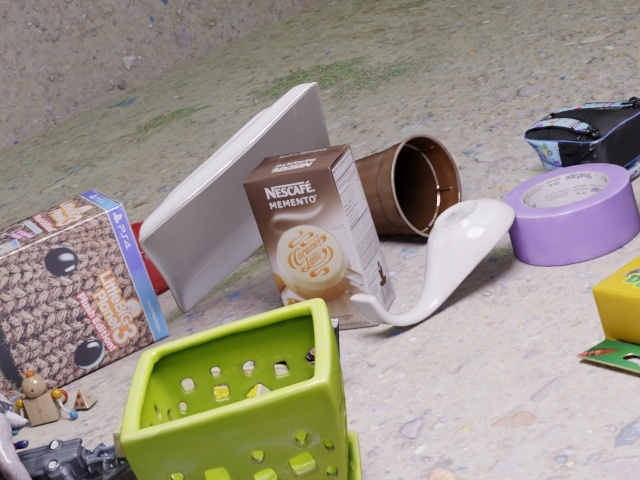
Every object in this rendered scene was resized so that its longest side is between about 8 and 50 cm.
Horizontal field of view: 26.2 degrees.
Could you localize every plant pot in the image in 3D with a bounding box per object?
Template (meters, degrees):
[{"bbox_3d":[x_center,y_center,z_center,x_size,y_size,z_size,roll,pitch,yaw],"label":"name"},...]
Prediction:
[{"bbox_3d":[0.111,-0.077,2.222,0.165,0.167,0.167,-9,20,44],"label":"plant pot"},{"bbox_3d":[-0.070,0.220,1.487,0.228,0.207,0.227,-16,20,5],"label":"plant pot"}]

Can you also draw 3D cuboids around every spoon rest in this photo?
[{"bbox_3d":[0.166,0.032,1.933,0.276,0.084,0.137,-39,21,-24],"label":"spoon rest"}]

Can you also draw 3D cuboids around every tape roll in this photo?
[{"bbox_3d":[0.363,-0.039,1.997,0.189,0.080,0.189,-17,19,6],"label":"tape roll"}]

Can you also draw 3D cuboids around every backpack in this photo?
[{"bbox_3d":[0.420,-0.152,2.194,0.158,0.116,0.173,-33,25,-36],"label":"backpack"}]

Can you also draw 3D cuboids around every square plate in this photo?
[{"bbox_3d":[-0.124,-0.065,2.086,0.344,0.049,0.347,-44,-18,-10],"label":"square plate"}]

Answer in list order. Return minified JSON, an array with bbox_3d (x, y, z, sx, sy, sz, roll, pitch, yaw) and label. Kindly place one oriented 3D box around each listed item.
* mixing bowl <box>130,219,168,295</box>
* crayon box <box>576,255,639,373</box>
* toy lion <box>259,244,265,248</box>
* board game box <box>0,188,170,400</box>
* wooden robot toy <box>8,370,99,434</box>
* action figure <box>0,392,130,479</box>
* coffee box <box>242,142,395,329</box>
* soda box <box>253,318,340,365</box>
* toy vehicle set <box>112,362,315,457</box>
[{"bbox_3d":[-0.307,0.041,2.345,0.182,0.098,0.181,-16,20,6],"label":"mixing bowl"},{"bbox_3d":[0.474,0.055,1.641,0.319,0.081,0.202,-30,23,-29],"label":"crayon box"},{"bbox_3d":[-0.112,-0.021,2.344,0.100,0.096,0.034,-17,19,5],"label":"toy lion"},{"bbox_3d":[-0.416,0.090,2.110,0.291,0.232,0.141,-26,22,-20],"label":"board game box"},{"bbox_3d":[-0.412,0.221,1.979,0.173,0.079,0.076,-15,20,8],"label":"wooden robot toy"},{"bbox_3d":[-0.403,0.281,1.681,0.341,0.178,0.330,-18,28,2],"label":"action figure"},{"bbox_3d":[0.000,0.000,1.960,0.141,0.246,0.098,-10,21,24],"label":"coffee box"},{"bbox_3d":[-0.033,0.135,1.821,0.060,0.053,0.169,0,-7,-24],"label":"soda box"},{"bbox_3d":[-0.114,0.211,1.732,0.267,0.035,0.166,-4,21,8],"label":"toy vehicle set"}]
